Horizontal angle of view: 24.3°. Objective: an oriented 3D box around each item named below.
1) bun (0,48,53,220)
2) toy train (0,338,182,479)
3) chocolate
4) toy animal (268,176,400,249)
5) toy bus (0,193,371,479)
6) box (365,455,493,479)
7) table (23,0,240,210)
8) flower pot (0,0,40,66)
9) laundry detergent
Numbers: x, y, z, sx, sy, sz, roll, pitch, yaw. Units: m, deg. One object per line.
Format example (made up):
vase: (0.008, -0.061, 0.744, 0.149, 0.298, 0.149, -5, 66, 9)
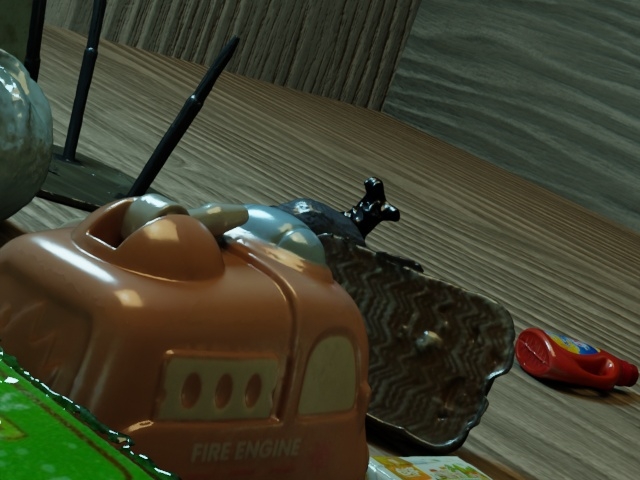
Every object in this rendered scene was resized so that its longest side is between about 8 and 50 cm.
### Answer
bun: (-0.442, -0.140, 1.482, 0.355, 0.194, 0.354, 19, 9, -3)
toy train: (-0.177, 0.139, 0.651, 0.243, 0.132, 0.188, 30, 29, 36)
chocolate: (0.063, 0.095, 1.332, 0.214, 0.148, 0.093, 25, -7, 11)
toy animal: (-0.002, 0.003, 1.923, 0.210, 0.121, 0.117, -12, 74, -40)
toy bus: (-0.093, 0.085, 0.888, 0.194, 0.232, 0.288, 24, 13, 38)
box: (0.137, 0.224, 1.117, 0.122, 0.032, 0.220, 8, 17, -45)
table: (-0.286, -0.189, 1.849, 0.317, 0.249, 0.317, 19, 10, -4)
flower pot: (-0.525, -0.291, 2.047, 0.190, 0.239, 0.209, 27, -19, 27)
laundry detergent: (0.315, 0.149, 1.766, 0.165, 0.049, 0.097, 15, 19, -29)
